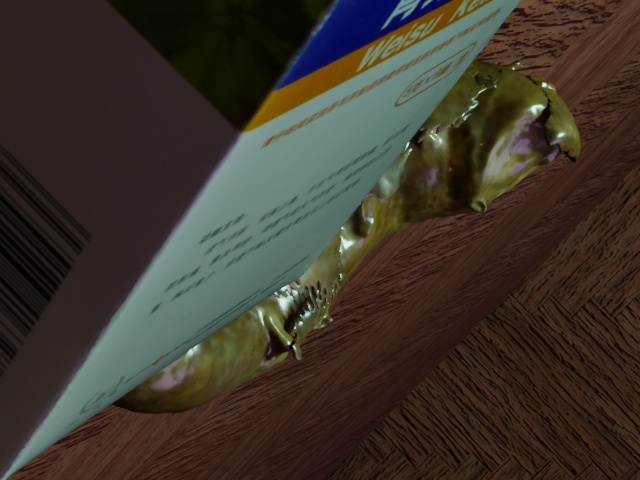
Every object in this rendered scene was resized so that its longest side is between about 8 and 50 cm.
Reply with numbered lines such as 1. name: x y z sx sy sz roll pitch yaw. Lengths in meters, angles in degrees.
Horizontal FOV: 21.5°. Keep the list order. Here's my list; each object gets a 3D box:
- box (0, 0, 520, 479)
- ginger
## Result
1. box: -0.029 -0.066 0.587 0.200 0.106 0.299 -34 168 -49
2. ginger: -0.005 -0.007 0.894 0.309 0.133 0.107 -35 125 -19
